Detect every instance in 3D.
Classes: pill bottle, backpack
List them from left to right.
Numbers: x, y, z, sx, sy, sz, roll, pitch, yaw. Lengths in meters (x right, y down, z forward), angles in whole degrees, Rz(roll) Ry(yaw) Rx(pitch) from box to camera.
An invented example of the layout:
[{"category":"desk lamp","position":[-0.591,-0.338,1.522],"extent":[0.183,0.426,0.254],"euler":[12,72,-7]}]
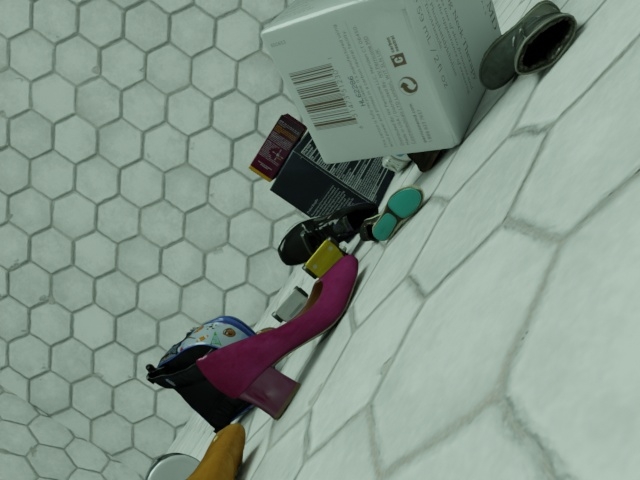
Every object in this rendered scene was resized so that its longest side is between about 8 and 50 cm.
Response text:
[{"category":"pill bottle","position":[-0.321,0.535,1.271],"extent":[0.130,0.130,0.245],"euler":[-57,4,-24]},{"category":"backpack","position":[-0.241,0.316,1.430],"extent":[0.263,0.276,0.213],"euler":[-34,19,43]}]

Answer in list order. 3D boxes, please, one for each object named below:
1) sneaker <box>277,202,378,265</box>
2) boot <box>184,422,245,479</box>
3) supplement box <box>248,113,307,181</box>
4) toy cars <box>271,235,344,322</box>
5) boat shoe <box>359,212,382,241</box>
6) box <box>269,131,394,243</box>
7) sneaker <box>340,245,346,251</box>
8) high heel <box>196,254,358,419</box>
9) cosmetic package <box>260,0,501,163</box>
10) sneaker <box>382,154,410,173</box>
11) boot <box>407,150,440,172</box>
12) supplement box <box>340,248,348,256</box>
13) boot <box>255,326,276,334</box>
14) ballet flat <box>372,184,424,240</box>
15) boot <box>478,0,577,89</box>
[{"category":"sneaker","position":[0.021,-0.030,1.485],"extent":[0.283,0.107,0.124],"euler":[-29,2,-19]},{"category":"boot","position":[-0.179,0.388,0.966],"extent":[0.295,0.104,0.211],"euler":[-58,2,42]},{"category":"supplement box","position":[-0.124,-0.276,1.715],"extent":[0.188,0.081,0.104],"euler":[-55,3,15]},{"category":"toy cars","position":[-0.018,0.123,1.447],"extent":[0.176,0.087,0.393],"euler":[-42,-11,-44]},{"category":"boat shoe","position":[0.114,-0.022,1.271],"extent":[0.042,0.049,0.133],"euler":[-48,5,-23]},{"category":"box","position":[0.048,-0.199,1.782],"extent":[0.182,0.294,0.296],"euler":[-52,4,39]},{"category":"sneaker","position":[0.000,0.000,1.600],"extent":[0.071,0.188,0.066],"euler":[-50,40,-3]},{"category":"high heel","position":[-0.066,0.138,1.113],"extent":[0.377,0.181,0.127],"euler":[-58,5,-33]},{"category":"cosmetic package","position":[0.152,-0.419,1.229],"extent":[0.327,0.329,0.393],"euler":[-3,41,37]},{"category":"sneaker","position":[0.219,-0.233,1.608],"extent":[0.092,0.087,0.229],"euler":[-62,-5,12]},{"category":"boot","position":[0.209,-0.213,1.288],"extent":[0.082,0.106,0.219],"euler":[-55,3,6]},{"category":"supplement box","position":[0.045,0.050,1.551],"extent":[0.055,0.043,0.083],"euler":[-55,3,5]},{"category":"boot","position":[-0.209,0.386,1.679],"extent":[0.305,0.112,0.115],"euler":[-50,35,11]},{"category":"ballet flat","position":[0.151,-0.062,1.115],"extent":[0.052,0.057,0.168],"euler":[-46,-3,-42]},{"category":"boot","position":[0.326,-0.297,0.931],"extent":[0.189,0.076,0.208],"euler":[-55,10,35]}]
